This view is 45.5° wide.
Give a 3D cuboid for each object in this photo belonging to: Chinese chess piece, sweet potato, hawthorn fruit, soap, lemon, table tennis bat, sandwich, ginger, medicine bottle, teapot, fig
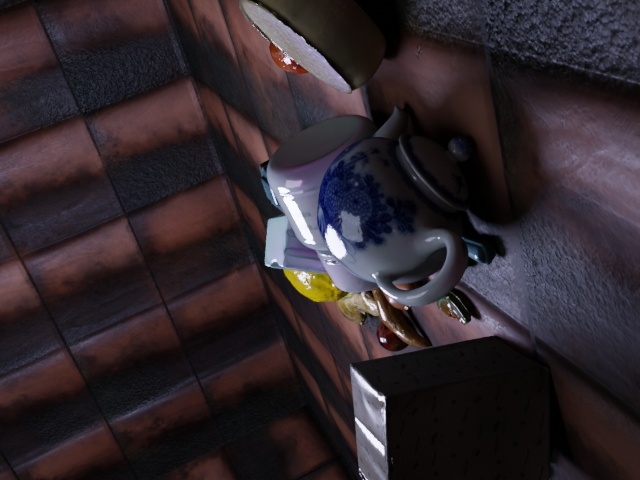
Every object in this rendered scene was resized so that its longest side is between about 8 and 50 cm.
[{"bbox_3d":[-0.013,-0.372,1.323,0.270,0.112,0.270,39,-178,-1],"label":"Chinese chess piece"},{"bbox_3d":[0.176,0.164,1.855,0.058,0.078,0.255,11,-132,-60],"label":"sweet potato"},{"bbox_3d":[-0.047,-0.413,1.615,0.128,0.128,0.128,60,166,26],"label":"hawthorn fruit"},{"bbox_3d":[0.000,0.000,1.691,0.091,0.230,0.145,-1,81,55],"label":"soap"},{"bbox_3d":[0.004,0.061,2.059,0.260,0.204,0.204,43,154,51],"label":"lemon"},{"bbox_3d":[0.242,-0.002,1.365,0.237,0.038,0.149,-141,35,-68],"label":"table tennis bat"},{"bbox_3d":[0.264,0.130,1.519,0.067,0.029,0.135,68,168,-4],"label":"sandwich"},{"bbox_3d":[0.115,0.182,2.104,0.131,0.086,0.294,66,164,-7],"label":"ginger"},{"bbox_3d":[0.054,-0.071,1.530,0.302,0.241,0.241,63,170,-26],"label":"medicine bottle"},{"bbox_3d":[0.139,-0.069,1.246,0.252,0.280,0.424,30,-148,-32],"label":"teapot"},{"bbox_3d":[0.197,0.248,1.920,0.125,0.089,0.089,44,-176,-40],"label":"fig"}]

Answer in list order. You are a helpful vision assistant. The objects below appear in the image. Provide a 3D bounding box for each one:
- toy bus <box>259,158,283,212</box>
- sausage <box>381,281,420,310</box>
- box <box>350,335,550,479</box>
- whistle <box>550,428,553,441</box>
[{"bbox_3d":[-0.043,-0.141,1.964,0.275,0.167,0.139,42,153,62],"label":"toy bus"},{"bbox_3d":[0.140,0.045,1.747,0.300,0.083,0.089,52,122,41],"label":"sausage"},{"bbox_3d":[0.223,0.316,1.337,0.190,0.297,0.225,-143,47,-71],"label":"box"},{"bbox_3d":[0.402,0.389,1.410,0.039,0.039,0.186,56,163,38],"label":"whistle"}]
